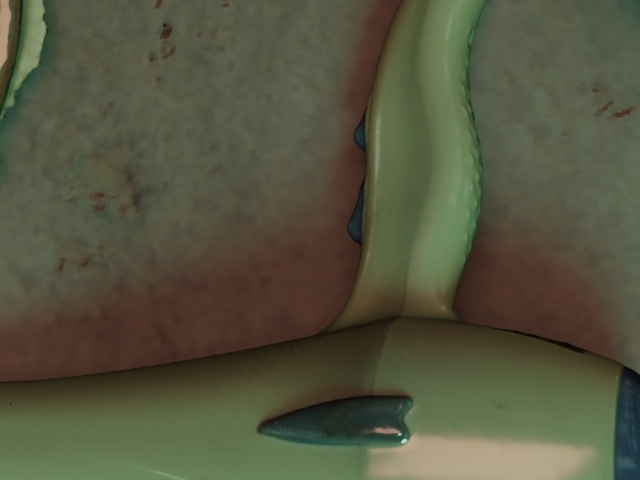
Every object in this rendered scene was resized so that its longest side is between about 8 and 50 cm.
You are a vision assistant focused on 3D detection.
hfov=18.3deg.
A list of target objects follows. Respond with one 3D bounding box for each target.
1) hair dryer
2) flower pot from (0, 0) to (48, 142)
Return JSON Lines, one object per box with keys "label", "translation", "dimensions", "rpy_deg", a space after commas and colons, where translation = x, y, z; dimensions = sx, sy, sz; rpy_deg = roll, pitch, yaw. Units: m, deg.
{"label": "hair dryer", "translation": [-0.030, 0.028, 0.799], "dimensions": [0.296, 0.119, 0.298], "rpy_deg": [-19, 62, 6]}
{"label": "flower pot", "translation": [-0.276, -0.121, 0.754], "dimensions": [0.290, 0.259, 0.290], "rpy_deg": [-1, 80, 7]}
